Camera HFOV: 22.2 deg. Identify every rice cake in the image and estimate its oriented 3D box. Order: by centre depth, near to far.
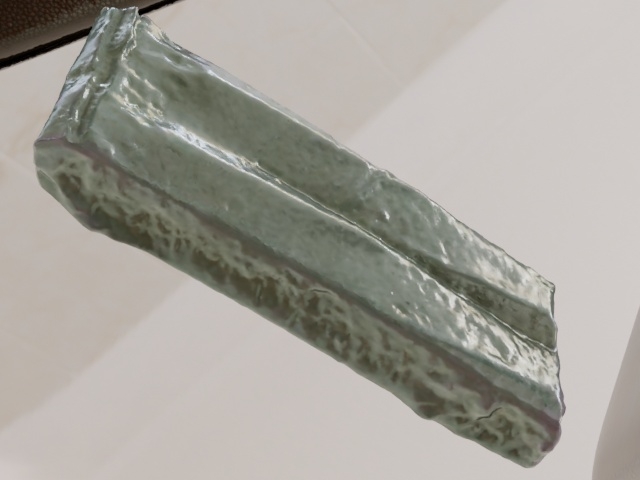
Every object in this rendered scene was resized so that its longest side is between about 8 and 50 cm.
[{"bbox_3d":[0.000,0.000,0.613,0.040,0.226,0.085,-46,-162,43],"label":"rice cake"}]

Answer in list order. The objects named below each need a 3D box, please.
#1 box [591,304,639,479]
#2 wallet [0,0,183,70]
[{"bbox_3d":[0.259,0.041,0.861,0.141,0.349,0.288,23,-113,2],"label":"box"},{"bbox_3d":[-0.111,-0.139,0.722,0.198,0.110,0.031,-20,-140,5],"label":"wallet"}]
